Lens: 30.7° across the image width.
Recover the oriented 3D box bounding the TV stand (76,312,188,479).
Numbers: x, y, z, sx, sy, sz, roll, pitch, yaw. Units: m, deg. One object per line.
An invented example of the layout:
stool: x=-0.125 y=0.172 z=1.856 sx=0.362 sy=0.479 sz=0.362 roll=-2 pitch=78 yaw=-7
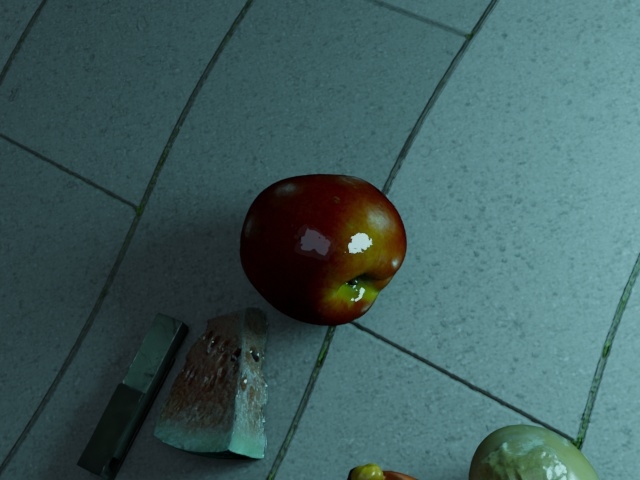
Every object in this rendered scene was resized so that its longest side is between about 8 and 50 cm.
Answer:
TV stand: x=-0.278 y=0.232 z=1.744 sx=0.049 sy=0.040 sz=0.256 roll=18 pitch=73 yaw=26

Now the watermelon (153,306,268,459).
watermelon: x=-0.141 y=0.201 z=1.698 sx=0.154 sy=0.094 sz=0.241 roll=2 pitch=65 yaw=30

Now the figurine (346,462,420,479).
figurine: x=0.116 y=0.418 z=1.436 sx=0.323 sy=0.196 sz=0.320 roll=40 pitch=122 yaw=19

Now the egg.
egg: x=0.271 y=0.322 z=1.447 sx=0.164 sy=0.164 sz=0.201 roll=-36 pitch=64 yaw=0

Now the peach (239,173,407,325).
peach: x=0.000 y=0.000 z=1.670 sx=0.243 sy=0.199 sz=0.243 roll=-8 pitch=54 yaw=11
